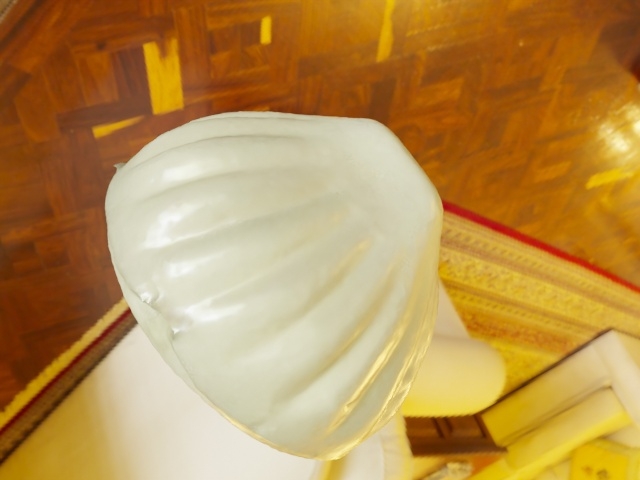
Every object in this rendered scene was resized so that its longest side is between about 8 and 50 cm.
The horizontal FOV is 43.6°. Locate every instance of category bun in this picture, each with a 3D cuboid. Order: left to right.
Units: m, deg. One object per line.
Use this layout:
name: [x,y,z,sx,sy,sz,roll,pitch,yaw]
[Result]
bun: [0.000,0.000,0.554,0.175,0.263,0.263,-37,147,20]
